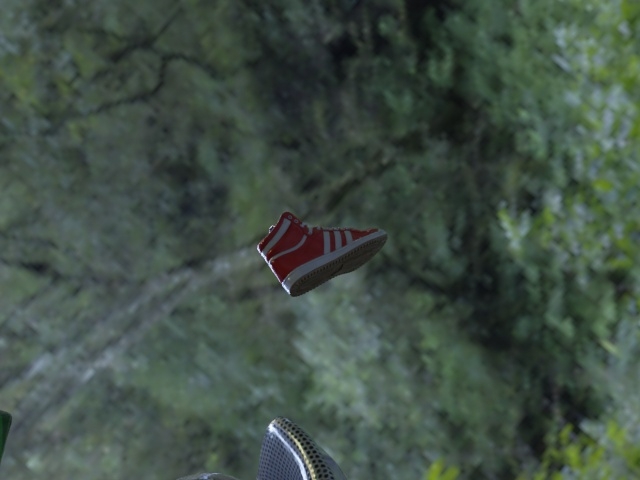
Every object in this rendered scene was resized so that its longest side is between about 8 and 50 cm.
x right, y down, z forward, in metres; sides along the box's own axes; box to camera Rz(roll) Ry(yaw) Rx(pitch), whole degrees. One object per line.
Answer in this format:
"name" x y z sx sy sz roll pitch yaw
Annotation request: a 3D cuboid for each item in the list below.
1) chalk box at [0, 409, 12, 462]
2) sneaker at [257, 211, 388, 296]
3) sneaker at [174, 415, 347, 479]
"chalk box" -0.338 0.218 0.952 0.180 0.288 0.179 6 166 24
"sneaker" 0.000 0.000 1.345 0.067 0.118 0.042 48 139 22
"sneaker" -0.040 0.162 0.581 0.366 0.137 0.210 28 138 66
